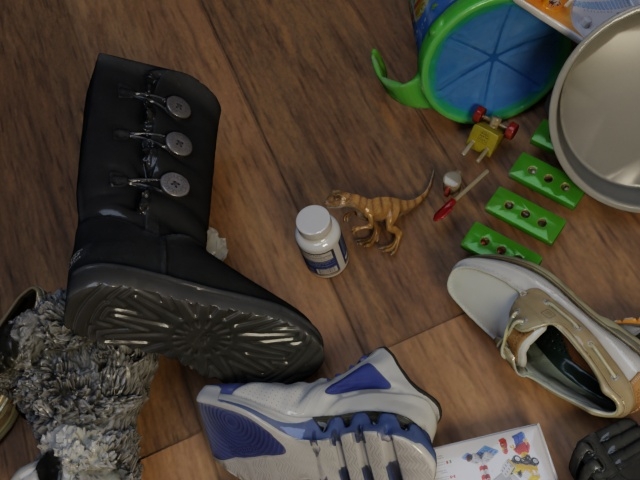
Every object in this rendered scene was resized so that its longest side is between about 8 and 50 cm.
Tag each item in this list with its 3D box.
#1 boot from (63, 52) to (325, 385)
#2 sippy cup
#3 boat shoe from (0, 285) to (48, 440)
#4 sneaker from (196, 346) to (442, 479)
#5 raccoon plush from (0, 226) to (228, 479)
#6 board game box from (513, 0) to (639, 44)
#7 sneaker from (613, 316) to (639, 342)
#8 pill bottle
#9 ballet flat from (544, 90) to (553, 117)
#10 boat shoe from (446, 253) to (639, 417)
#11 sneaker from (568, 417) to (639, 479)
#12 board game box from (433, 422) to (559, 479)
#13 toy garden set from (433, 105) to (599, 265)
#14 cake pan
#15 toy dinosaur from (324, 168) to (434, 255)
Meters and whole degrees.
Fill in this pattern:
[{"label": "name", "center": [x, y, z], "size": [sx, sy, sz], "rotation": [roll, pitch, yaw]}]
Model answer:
[{"label": "boot", "center": [-0.172, -0.039, 1.144], "size": [0.146, 0.367, 0.445], "rotation": [-43, 38, 29]}, {"label": "sippy cup", "center": [0.243, -0.341, 1.276], "size": [0.306, 0.240, 0.224], "rotation": [-1, 47, -14]}, {"label": "boat shoe", "center": [-0.483, 0.197, 1.194], "size": [0.105, 0.089, 0.285], "rotation": [18, 67, 21]}, {"label": "sneaker", "center": [0.018, 0.225, 1.040], "size": [0.316, 0.127, 0.182], "rotation": [3, 25, 24]}, {"label": "raccoon plush", "center": [-0.237, 0.188, 1.092], "size": [0.446, 0.216, 0.299], "rotation": [-40, 72, -14]}, {"label": "board game box", "center": [0.504, -0.392, 1.200], "size": [0.390, 0.050, 0.390], "rotation": [30, 60, -6]}, {"label": "sneaker", "center": [0.451, 0.160, 1.014], "size": [0.215, 0.084, 0.083], "rotation": [21, 76, 24]}, {"label": "pill bottle", "center": [0.000, 0.000, 1.180], "size": [0.067, 0.120, 0.067], "rotation": [-5, 60, 9]}, {"label": "ballet flat", "center": [0.463, -0.178, 1.223], "size": [0.250, 0.058, 0.084], "rotation": [17, 95, 27]}, {"label": "boat shoe", "center": [0.279, 0.114, 1.036], "size": [0.302, 0.113, 0.103], "rotation": [31, 36, 32]}, {"label": "sneaker", "center": [0.321, 0.313, 0.913], "size": [0.296, 0.104, 0.147], "rotation": [-30, 45, -31]}, {"label": "board game box", "center": [0.146, 0.353, 0.985], "size": [0.306, 0.053, 0.192], "rotation": [-14, 59, 5]}, {"label": "toy garden set", "center": [0.275, -0.077, 1.203], "size": [0.204, 0.049, 0.244], "rotation": [31, 72, 19]}, {"label": "cake pan", "center": [0.456, -0.179, 1.091], "size": [0.293, 0.293, 0.054], "rotation": [-3, 24, 11]}, {"label": "toy dinosaur", "center": [0.103, -0.042, 1.206], "size": [0.212, 0.112, 0.064], "rotation": [-5, 23, -37]}]
